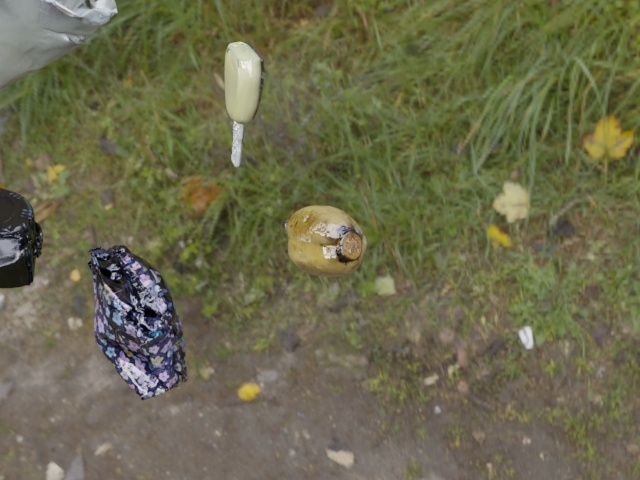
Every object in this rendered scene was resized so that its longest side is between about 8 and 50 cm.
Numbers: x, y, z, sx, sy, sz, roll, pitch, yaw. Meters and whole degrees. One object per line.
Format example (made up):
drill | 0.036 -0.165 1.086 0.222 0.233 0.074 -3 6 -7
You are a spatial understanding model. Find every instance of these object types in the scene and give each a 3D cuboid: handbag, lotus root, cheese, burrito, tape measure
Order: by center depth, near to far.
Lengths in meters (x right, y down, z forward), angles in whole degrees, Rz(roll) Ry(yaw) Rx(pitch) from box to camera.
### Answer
burrito | -0.439 -0.219 1.128 0.446 0.139 0.101 -20 62 31
tape measure | -0.527 -0.009 1.434 0.199 0.112 0.186 1 32 -15
handbag | -0.304 0.124 1.539 0.127 0.207 0.229 -21 48 -29
lotus root | 0.000 0.000 1.650 0.221 0.118 0.125 13 93 61
cheese | -0.159 -0.261 1.873 0.054 0.251 0.127 -6 33 -22

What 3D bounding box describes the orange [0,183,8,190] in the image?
orange | -0.691 -0.022 1.865 0.183 0.249 0.249 5 50 -14
